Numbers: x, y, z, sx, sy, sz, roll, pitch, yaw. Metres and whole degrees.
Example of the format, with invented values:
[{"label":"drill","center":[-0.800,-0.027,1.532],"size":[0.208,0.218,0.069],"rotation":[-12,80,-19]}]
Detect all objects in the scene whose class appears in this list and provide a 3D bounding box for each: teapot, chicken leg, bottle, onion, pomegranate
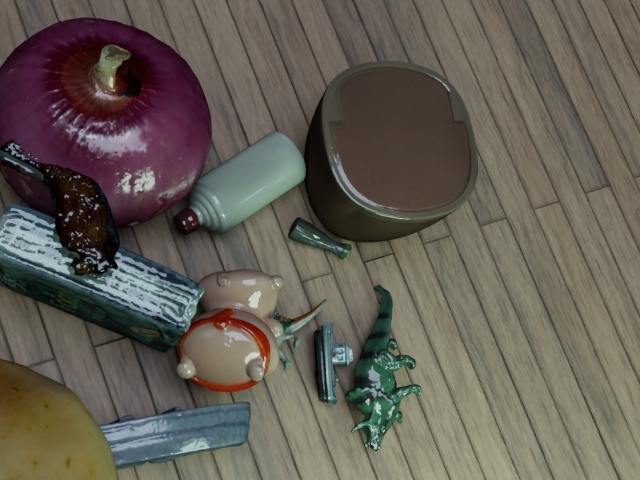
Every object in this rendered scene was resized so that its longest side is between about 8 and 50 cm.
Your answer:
[{"label":"teapot","center":[0.000,0.000,1.863],"size":[0.111,0.043,0.042],"rotation":[26,66,-11]},{"label":"chicken leg","center":[-0.365,-0.055,1.514],"size":[0.106,0.051,0.253],"rotation":[-33,74,-32]},{"label":"bottle","center":[-0.145,-0.086,1.810],"size":[0.245,0.104,0.104],"rotation":[-35,85,-25]},{"label":"onion","center":[-0.338,-0.209,1.686],"size":[0.358,0.345,0.358],"rotation":[25,30,-16]},{"label":"pomegranate","center":[-0.462,0.352,1.426],"size":[0.412,0.411,0.411],"rotation":[6,70,-16]}]

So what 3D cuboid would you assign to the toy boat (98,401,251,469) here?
[{"label":"toy boat","center":[-0.236,0.299,1.636],"size":[0.283,0.127,0.078],"rotation":[-6,74,-25]}]

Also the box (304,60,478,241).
[{"label":"box","center":[0.104,-0.142,1.850],"size":[0.301,0.216,0.300],"rotation":[5,73,-17]}]

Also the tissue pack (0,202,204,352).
[{"label":"tissue pack","center":[-0.350,0.062,1.623],"size":[0.316,0.228,0.103],"rotation":[24,70,-9]}]

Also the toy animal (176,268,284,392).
[{"label":"toy animal","center":[-0.140,0.148,1.692],"size":[0.171,0.171,0.197],"rotation":[18,57,-12]}]

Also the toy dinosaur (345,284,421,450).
[{"label":"toy dinosaur","center":[0.117,0.216,1.808],"size":[0.120,0.079,0.291],"rotation":[24,63,-11]}]

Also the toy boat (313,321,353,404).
[{"label":"toy boat","center":[0.023,0.205,1.788],"size":[0.066,0.059,0.140],"rotation":[-3,71,-6]}]

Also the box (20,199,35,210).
[{"label":"box","center":[-0.435,-0.031,1.726],"size":[0.117,0.050,0.036],"rotation":[18,69,-10]}]

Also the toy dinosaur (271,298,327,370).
[{"label":"toy dinosaur","center":[-0.081,0.152,1.785],"size":[0.106,0.044,0.187],"rotation":[28,76,11]}]
